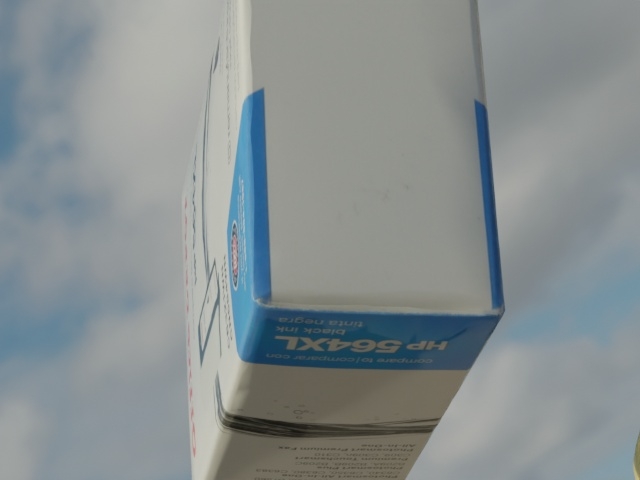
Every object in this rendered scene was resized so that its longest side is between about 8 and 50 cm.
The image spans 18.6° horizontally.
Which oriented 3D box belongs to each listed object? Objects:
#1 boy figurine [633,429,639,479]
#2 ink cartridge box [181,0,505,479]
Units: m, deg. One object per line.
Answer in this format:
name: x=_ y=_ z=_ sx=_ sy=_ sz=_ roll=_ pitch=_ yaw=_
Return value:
boy figurine: x=0.184 y=0.125 z=0.844 sx=0.092 sy=0.177 sz=0.285 roll=-3 pitch=-57 yaw=-4
ink cartridge box: x=0.000 y=0.000 z=0.720 sx=0.086 sy=0.148 sz=0.203 roll=1 pitch=-26 yaw=-10
